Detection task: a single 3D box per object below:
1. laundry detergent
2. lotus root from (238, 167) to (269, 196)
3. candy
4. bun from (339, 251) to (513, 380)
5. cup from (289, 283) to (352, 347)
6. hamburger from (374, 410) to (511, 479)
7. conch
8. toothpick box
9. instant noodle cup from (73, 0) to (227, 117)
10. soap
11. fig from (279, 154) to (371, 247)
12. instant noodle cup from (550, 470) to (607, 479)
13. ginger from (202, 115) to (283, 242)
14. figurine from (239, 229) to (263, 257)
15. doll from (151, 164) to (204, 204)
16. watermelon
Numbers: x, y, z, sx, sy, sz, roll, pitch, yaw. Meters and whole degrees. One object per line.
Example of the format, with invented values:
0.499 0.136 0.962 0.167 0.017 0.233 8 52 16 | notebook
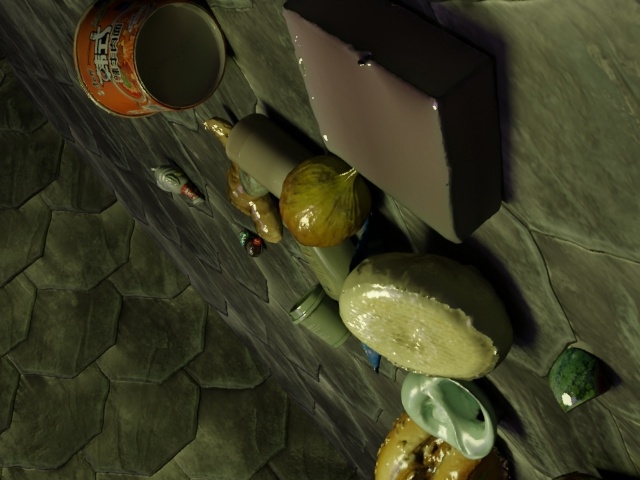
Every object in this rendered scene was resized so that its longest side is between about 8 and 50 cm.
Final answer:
0.000 0.000 1.921 0.253 0.091 0.181 58 168 -23 | laundry detergent
-0.127 -0.146 1.962 0.088 0.088 0.165 46 159 16 | lotus root
0.095 0.103 1.781 0.077 0.187 0.331 6 144 14 | candy
0.172 0.108 1.550 0.287 0.146 0.287 18 147 12 | bun
0.009 0.184 2.267 0.141 0.120 0.120 43 164 -5 | cup
0.244 0.552 2.124 0.268 0.287 0.446 43 160 34 | hamburger
0.261 0.322 1.857 0.221 0.121 0.185 35 154 26 | conch
-0.083 -0.151 1.784 0.180 0.111 0.111 39 160 31 | toothpick box
-0.305 -0.343 1.766 0.192 0.250 0.250 16 143 50 | instant noodle cup
0.098 -0.172 1.258 0.296 0.107 0.285 41 161 33 | soap
0.035 -0.087 1.606 0.159 0.159 0.257 51 143 1 | fig
0.453 0.488 1.560 0.230 0.230 0.182 54 174 -9 | instant noodle cup
-0.166 -0.137 2.093 0.148 0.081 0.334 36 152 42 | ginger
-0.184 0.004 2.516 0.106 0.047 0.060 41 126 53 | figurine
-0.405 -0.161 2.711 0.180 0.079 0.094 36 -174 7 | doll
0.378 0.205 1.403 0.072 0.084 0.092 39 -143 -48 | watermelon
